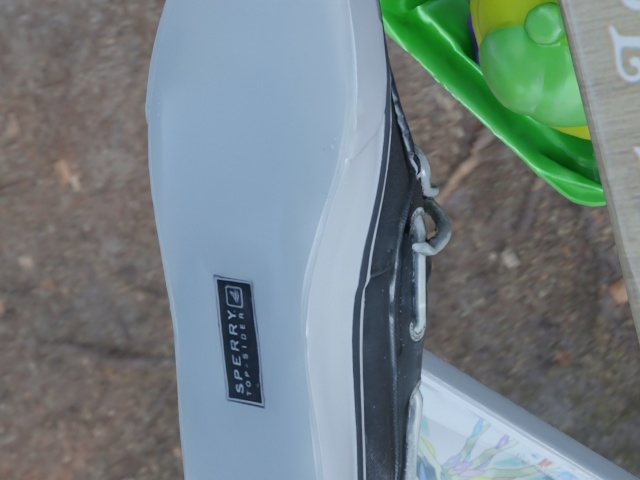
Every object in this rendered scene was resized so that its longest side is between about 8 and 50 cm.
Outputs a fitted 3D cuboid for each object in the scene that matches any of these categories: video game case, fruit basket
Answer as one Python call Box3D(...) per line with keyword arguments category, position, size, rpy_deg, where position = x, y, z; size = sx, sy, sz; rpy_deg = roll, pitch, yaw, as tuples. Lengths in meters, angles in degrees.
Box3D(category="video game case", position=(0.099, 0.248, 1.565), size=(0.329, 0.036, 0.300), rpy_deg=(31, 125, 2))
Box3D(category="fruit basket", position=(0.217, -0.157, 1.084), size=(0.283, 0.392, 0.392), rpy_deg=(39, 130, -26))

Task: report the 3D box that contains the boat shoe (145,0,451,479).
Box3D(category="boat shoe", position=(0.003, 0.001, 0.760), size=(0.113, 0.105, 0.306), rpy_deg=(7, 108, 37))

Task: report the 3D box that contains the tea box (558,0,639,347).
Box3D(category="tea box", position=(0.265, -0.040, 0.424), size=(0.323, 0.329, 0.220), rpy_deg=(-10, 99, 27))
